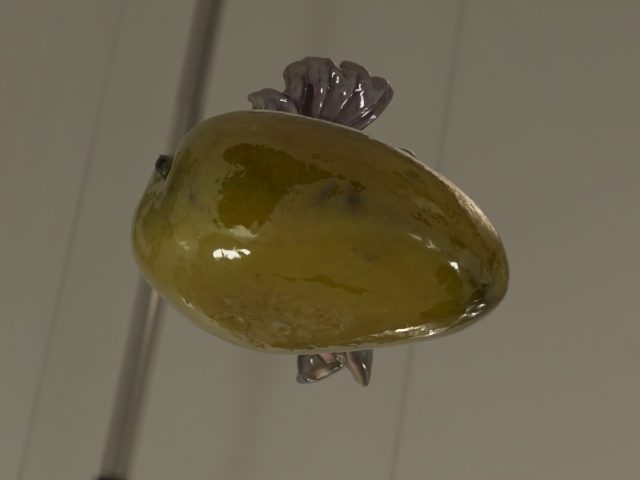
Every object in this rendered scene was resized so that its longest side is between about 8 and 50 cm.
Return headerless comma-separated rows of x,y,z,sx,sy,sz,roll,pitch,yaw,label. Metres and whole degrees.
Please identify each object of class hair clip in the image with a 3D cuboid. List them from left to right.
0.001,0.009,1.357,0.069,0.173,0.300,36,150,37,hair clip

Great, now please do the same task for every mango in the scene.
0.000,0.000,0.915,0.195,0.098,0.137,10,140,16,mango
